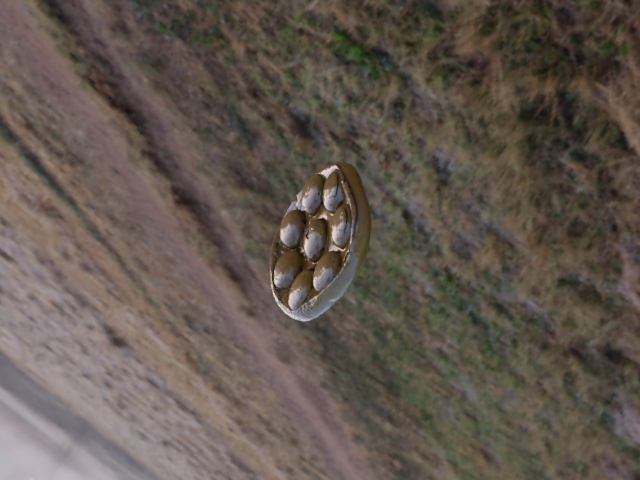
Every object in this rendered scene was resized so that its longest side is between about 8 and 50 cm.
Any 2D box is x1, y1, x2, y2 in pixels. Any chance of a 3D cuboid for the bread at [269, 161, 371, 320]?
[{"bbox_3d":[0.000,0.000,0.642,0.024,0.110,0.110,19,170,-30],"label":"bread"}]
